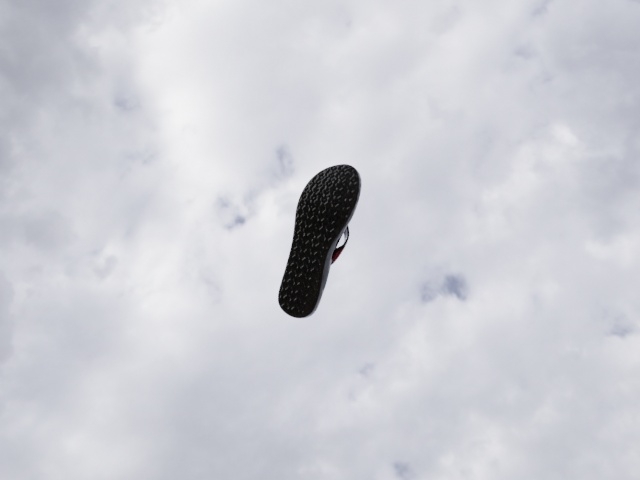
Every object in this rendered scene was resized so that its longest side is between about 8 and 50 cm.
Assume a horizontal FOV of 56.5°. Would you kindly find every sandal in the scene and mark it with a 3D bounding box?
[{"bbox_3d":[0.000,0.000,0.666,0.067,0.040,0.179,23,-82,30],"label":"sandal"}]
